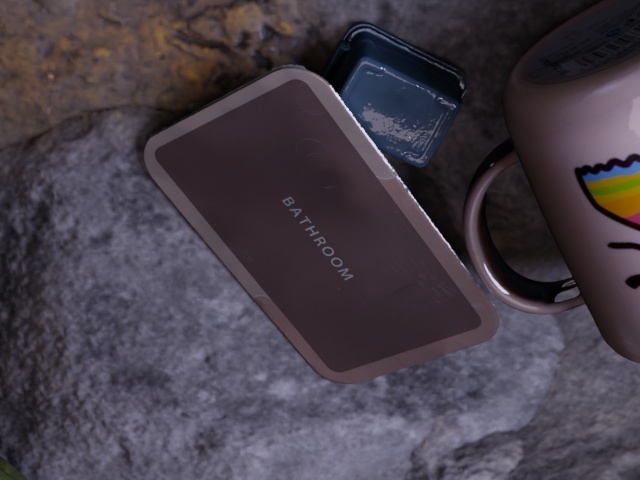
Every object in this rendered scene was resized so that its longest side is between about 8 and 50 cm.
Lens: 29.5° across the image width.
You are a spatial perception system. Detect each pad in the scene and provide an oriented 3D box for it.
[{"bbox_3d":[0.000,0.000,0.899,0.176,0.002,0.266,-23,117,34],"label":"pad"}]

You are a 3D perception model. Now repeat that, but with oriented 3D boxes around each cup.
[{"bbox_3d":[0.207,-0.043,0.813,0.253,0.191,0.200,-21,113,29],"label":"cup"}]

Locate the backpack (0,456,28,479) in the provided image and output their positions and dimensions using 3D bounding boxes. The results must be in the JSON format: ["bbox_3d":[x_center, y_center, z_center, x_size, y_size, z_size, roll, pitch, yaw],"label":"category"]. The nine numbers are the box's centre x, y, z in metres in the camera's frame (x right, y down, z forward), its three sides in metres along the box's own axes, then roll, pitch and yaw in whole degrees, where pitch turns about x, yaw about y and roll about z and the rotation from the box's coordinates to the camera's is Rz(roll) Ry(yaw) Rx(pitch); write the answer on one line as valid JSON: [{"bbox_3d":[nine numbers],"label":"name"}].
[{"bbox_3d":[-0.335,0.294,1.011,0.253,0.140,0.207,-28,107,1],"label":"backpack"}]

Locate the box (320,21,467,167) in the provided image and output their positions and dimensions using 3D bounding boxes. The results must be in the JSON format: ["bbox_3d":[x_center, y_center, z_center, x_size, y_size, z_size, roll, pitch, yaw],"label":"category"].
[{"bbox_3d":[0.050,-0.097,0.853,0.099,0.054,0.074,24,117,-11],"label":"box"}]
